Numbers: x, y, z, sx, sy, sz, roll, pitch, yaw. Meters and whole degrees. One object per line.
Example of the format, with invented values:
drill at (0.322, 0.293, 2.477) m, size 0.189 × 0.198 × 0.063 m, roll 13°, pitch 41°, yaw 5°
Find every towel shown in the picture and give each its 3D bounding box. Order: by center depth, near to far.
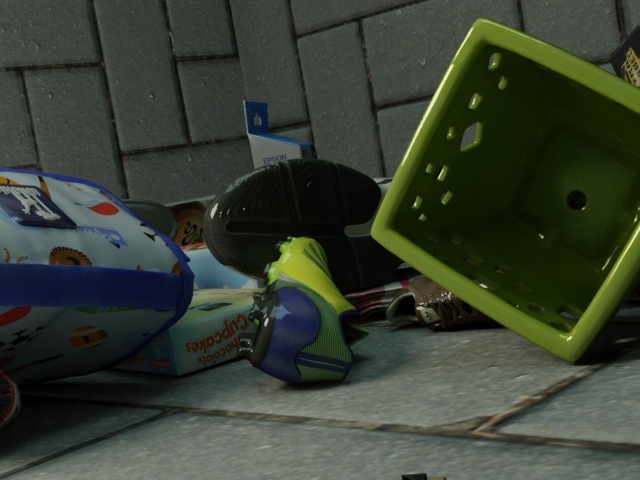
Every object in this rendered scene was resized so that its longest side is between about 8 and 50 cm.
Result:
towel at (0.183, 0.051, 1.327) m, size 0.329 × 0.037 × 0.237 m, roll -9°, pitch 4°, yaw 1°

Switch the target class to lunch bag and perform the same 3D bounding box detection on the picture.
lunch bag at (-0.369, 0.043, 1.041) m, size 0.386 × 0.238 × 0.328 m, roll -4°, pitch -6°, yaw 40°

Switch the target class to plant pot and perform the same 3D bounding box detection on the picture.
plant pot at (0.219, -0.047, 0.939) m, size 0.227 × 0.228 × 0.207 m, roll 33°, pitch 16°, yaw 23°

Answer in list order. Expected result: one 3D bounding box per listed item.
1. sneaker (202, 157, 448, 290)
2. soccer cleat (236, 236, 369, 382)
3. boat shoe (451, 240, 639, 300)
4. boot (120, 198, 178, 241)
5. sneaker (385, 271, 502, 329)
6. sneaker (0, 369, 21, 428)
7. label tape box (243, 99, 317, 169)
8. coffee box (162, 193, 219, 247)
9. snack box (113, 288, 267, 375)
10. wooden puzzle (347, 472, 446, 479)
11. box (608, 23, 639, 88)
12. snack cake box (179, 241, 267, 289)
sneaker at (0.001, 0.001, 1.368) m, size 0.448 × 0.169 × 0.257 m, roll -6°, pitch -10°, yaw -38°
soccer cleat at (-0.010, 0.073, 1.044) m, size 0.121 × 0.093 × 0.289 m, roll 19°, pitch 16°, yaw -2°
boat shoe at (0.289, 0.016, 1.113) m, size 0.302 × 0.109 × 0.098 m, roll 1°, pitch -12°, yaw 23°
boot at (-0.307, 0.055, 1.391) m, size 0.263 × 0.091 × 0.229 m, roll -23°, pitch -22°, yaw -9°
sneaker at (0.143, 0.073, 1.084) m, size 0.071 × 0.066 × 0.188 m, roll -32°, pitch 11°, yaw -27°
sneaker at (-0.374, 0.167, 0.898) m, size 0.225 × 0.088 × 0.092 m, roll -9°, pitch -14°, yaw -2°
label tape box at (-0.064, -0.139, 2.201) m, size 0.115 × 0.347 × 0.249 m, roll -9°, pitch 5°, yaw 8°
coffee box at (-0.255, 0.002, 2.007) m, size 0.119 × 0.168 × 0.297 m, roll -7°, pitch 5°, yaw 32°
snack box at (-0.183, 0.106, 1.248) m, size 0.187 × 0.060 × 0.322 m, roll -15°, pitch 7°, yaw -38°
wooden puzzle at (0.035, 0.148, 0.579) m, size 0.116 × 0.014 × 0.078 m, roll -9°, pitch 4°, yaw 10°
box at (0.492, -0.108, 1.066) m, size 0.293 × 0.295 × 0.073 m, roll -12°, pitch -22°, yaw -23°
snack cake box at (-0.175, 0.048, 1.765) m, size 0.264 × 0.089 × 0.152 m, roll -7°, pitch 7°, yaw 35°
